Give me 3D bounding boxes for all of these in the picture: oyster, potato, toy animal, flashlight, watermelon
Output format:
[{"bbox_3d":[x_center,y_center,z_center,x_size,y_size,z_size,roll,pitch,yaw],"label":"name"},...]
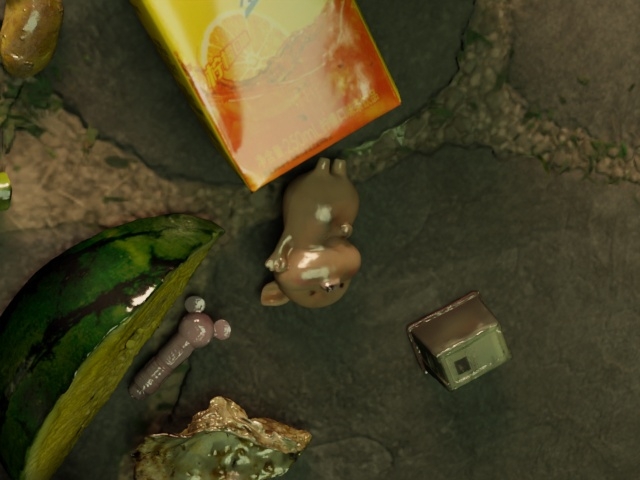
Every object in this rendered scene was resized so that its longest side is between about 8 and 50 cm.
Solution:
[{"bbox_3d":[-0.091,0.198,1.061,0.177,0.056,0.105,-9,124,-16],"label":"oyster"},{"bbox_3d":[-0.225,-0.172,0.874,0.046,0.045,0.092,13,106,14],"label":"potato"},{"bbox_3d":[-0.001,-0.003,1.007,0.083,0.089,0.150,12,110,-1],"label":"toy animal"},{"bbox_3d":[-0.133,0.102,1.022,0.052,0.031,0.110,44,96,-4],"label":"flashlight"},{"bbox_3d":[-0.202,0.098,0.964,0.129,0.123,0.301,24,104,-48],"label":"watermelon"}]

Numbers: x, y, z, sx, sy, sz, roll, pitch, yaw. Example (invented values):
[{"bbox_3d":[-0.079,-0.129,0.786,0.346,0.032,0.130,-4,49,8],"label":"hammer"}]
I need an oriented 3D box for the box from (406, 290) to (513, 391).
[{"bbox_3d":[0.140,0.101,1.100,0.084,0.063,0.060,-27,116,-9],"label":"box"}]

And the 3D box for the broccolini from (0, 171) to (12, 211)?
[{"bbox_3d":[-0.434,0.022,0.872,0.392,0.074,0.079,-13,73,-16],"label":"broccolini"}]

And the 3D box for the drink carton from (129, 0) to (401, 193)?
[{"bbox_3d":[-0.084,-0.228,0.864,0.154,0.111,0.351,-31,117,-6],"label":"drink carton"}]
